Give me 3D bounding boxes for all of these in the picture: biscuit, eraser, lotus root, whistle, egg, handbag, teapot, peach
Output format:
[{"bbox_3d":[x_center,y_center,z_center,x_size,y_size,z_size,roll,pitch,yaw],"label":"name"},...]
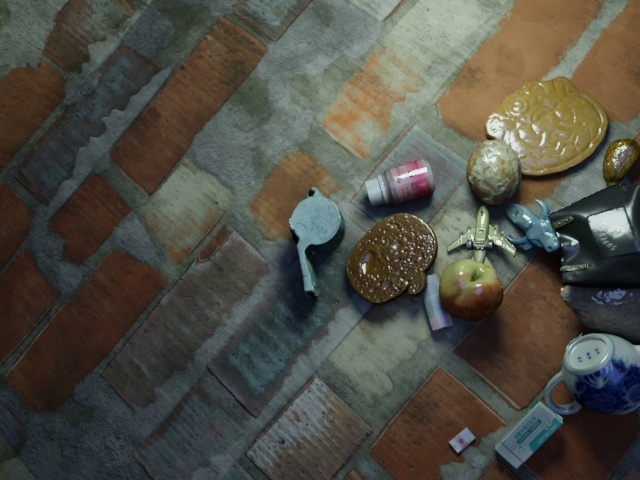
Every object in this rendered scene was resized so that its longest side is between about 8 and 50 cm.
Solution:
[{"bbox_3d":[0.838,-0.425,1.819,0.385,0.062,0.365,-35,75,3],"label":"biscuit"},{"bbox_3d":[0.695,0.647,1.639,0.095,0.052,0.225,41,102,15],"label":"eraser"},{"bbox_3d":[1.057,-0.270,1.736,0.108,0.094,0.191,23,90,49],"label":"lotus root"},{"bbox_3d":[0.760,-0.041,1.727,0.269,0.093,0.180,48,122,35],"label":"whistle"},{"bbox_3d":[0.622,-0.247,1.765,0.195,0.195,0.233,0,98,11],"label":"egg"},{"bbox_3d":[0.887,-0.004,1.538,0.288,0.152,0.342,-16,64,28],"label":"handbag"},{"bbox_3d":[0.922,0.445,1.567,0.424,0.252,0.280,-37,106,25],"label":"teapot"},{"bbox_3d":[0.516,0.181,1.707,0.232,0.232,0.233,-2,80,11],"label":"peach"},{"bbox_3d":[-0.031,0.006,1.858,0.188,0.168,0.405,19,84,13],"label":"whistle"},{"bbox_3d":[0.278,0.077,1.823,0.367,0.063,0.314,-44,65,3],"label":"biscuit"}]

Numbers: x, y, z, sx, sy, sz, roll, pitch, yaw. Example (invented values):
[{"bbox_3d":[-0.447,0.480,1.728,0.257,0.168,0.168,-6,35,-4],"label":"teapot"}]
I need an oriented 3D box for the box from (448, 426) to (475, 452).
[{"bbox_3d":[0.494,0.696,1.711,0.083,0.012,0.046,-41,76,2],"label":"box"}]

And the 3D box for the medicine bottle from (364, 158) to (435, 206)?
[{"bbox_3d":[0.297,-0.209,1.846,0.247,0.147,0.147,-16,77,7],"label":"medicine bottle"}]

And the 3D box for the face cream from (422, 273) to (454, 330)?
[{"bbox_3d":[0.420,0.225,1.789,0.084,0.057,0.198,-16,79,10],"label":"face cream"}]

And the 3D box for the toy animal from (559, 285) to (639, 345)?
[{"bbox_3d":[0.973,0.199,1.605,0.358,0.188,0.226,18,109,2],"label":"toy animal"}]

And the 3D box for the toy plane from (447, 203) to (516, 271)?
[{"bbox_3d":[0.584,-0.008,1.781,0.242,0.104,0.256,3,87,27],"label":"toy plane"}]
